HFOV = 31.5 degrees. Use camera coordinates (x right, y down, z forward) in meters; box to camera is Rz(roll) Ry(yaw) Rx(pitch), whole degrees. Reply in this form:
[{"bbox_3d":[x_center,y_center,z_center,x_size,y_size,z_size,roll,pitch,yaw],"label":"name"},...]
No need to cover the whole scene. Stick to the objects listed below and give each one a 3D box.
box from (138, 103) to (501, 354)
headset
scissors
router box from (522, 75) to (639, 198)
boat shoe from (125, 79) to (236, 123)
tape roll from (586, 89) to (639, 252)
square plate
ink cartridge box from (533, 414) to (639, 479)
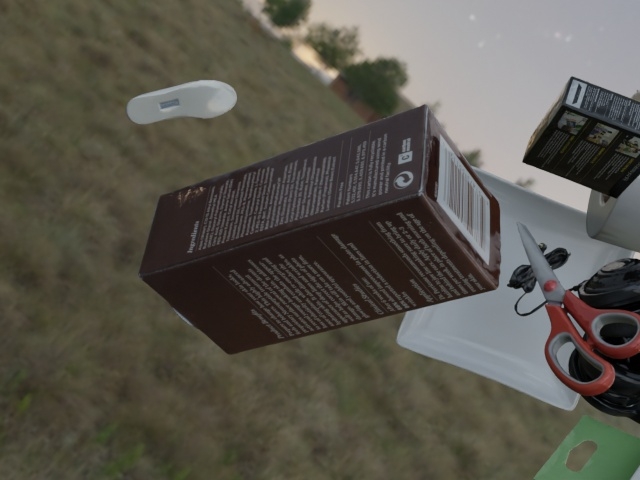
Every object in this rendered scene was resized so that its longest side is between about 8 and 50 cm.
[{"bbox_3d":[0.000,0.000,1.325,0.191,0.381,0.143,47,37,-40],"label":"box"},{"bbox_3d":[0.447,0.118,1.632,0.394,0.243,0.185,25,39,37],"label":"headset"},{"bbox_3d":[0.258,0.069,1.277,0.021,0.109,0.297,48,2,-35],"label":"scissors"},{"bbox_3d":[0.335,-0.122,1.384,0.133,0.046,0.179,21,-19,1],"label":"router box"},{"bbox_3d":[-0.234,-0.232,1.906,0.063,0.184,0.066,-120,-165,-70],"label":"boat shoe"},{"bbox_3d":[0.539,-0.094,1.777,0.169,0.246,0.246,18,6,1],"label":"tape roll"},{"bbox_3d":[0.350,0.085,2.022,0.347,0.344,0.049,21,-1,-4],"label":"square plate"},{"bbox_3d":[0.427,0.304,1.499,0.235,0.056,0.171,25,38,27],"label":"ink cartridge box"}]
